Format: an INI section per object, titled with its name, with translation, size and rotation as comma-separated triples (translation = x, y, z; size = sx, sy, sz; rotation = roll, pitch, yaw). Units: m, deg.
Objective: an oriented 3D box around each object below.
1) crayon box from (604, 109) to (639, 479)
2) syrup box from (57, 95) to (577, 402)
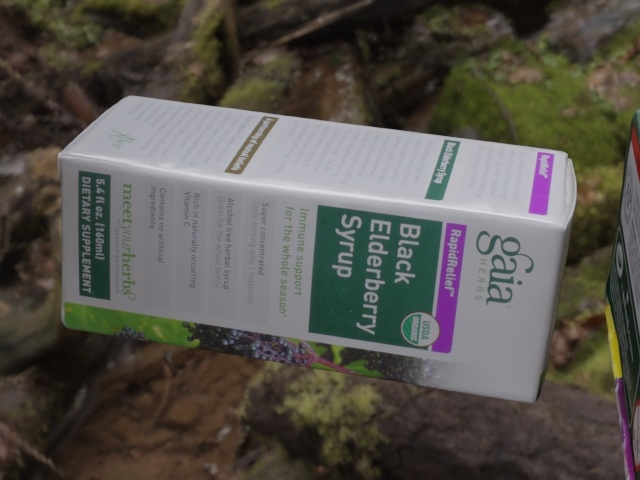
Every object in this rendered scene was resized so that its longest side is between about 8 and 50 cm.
[crayon box]
translation = 0.258, 0.098, 0.374
size = 0.313, 0.106, 0.363
rotation = 3, 35, 4
[syrup box]
translation = 0.000, 0.000, 0.642
size = 0.237, 0.093, 0.096
rotation = 9, 26, 10
